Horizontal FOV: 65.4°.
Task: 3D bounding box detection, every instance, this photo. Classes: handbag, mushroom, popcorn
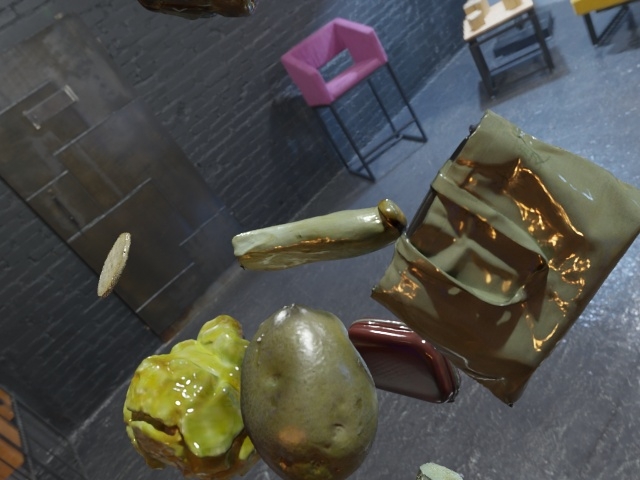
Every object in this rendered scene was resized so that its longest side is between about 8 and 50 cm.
[{"bbox_3d":[0.228,0.025,0.635,0.316,0.253,0.109,-61,-4,20],"label":"handbag"},{"bbox_3d":[0.000,0.000,0.871,0.312,0.100,0.081,-12,54,17],"label":"mushroom"},{"bbox_3d":[-0.183,0.273,0.853,0.225,0.276,0.276,-31,22,42],"label":"popcorn"}]

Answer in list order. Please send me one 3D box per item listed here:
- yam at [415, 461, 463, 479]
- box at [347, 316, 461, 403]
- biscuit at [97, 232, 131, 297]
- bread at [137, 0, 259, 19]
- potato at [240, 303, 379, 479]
[{"bbox_3d":[0.231,0.571,1.051,0.107,0.107,0.183,2,66,51],"label":"yam"},{"bbox_3d":[0.247,0.364,1.550,0.108,0.263,0.404,-32,19,-36],"label":"box"},{"bbox_3d":[-0.437,0.051,1.053,0.152,0.020,0.152,-35,43,41],"label":"biscuit"},{"bbox_3d":[-0.249,-0.583,1.069,0.341,0.210,0.300,3,9,-11],"label":"bread"},{"bbox_3d":[-0.018,0.202,0.666,0.177,0.235,0.160,-4,-11,-11],"label":"potato"}]
